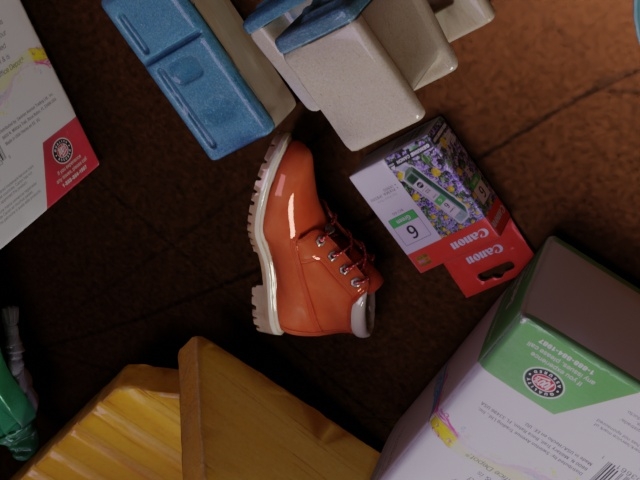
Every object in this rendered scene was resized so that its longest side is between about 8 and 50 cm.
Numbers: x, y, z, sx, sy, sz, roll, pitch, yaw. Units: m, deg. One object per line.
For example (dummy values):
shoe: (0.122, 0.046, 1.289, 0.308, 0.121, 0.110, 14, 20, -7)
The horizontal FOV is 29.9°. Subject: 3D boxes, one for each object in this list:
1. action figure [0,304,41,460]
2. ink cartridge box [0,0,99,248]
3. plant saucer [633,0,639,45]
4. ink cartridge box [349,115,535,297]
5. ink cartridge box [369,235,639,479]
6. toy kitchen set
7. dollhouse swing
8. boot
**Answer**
action figure: (-0.277, 0.075, 0.932, 0.137, 0.063, 0.232, -10, 113, 28)
ink cartridge box: (-0.234, -0.091, 0.760, 0.072, 0.127, 0.175, -8, 117, 32)
plant saucer: (0.217, -0.118, 0.594, 0.119, 0.021, 0.119, 13, 126, 18)
ink cartridge box: (0.077, -0.012, 0.726, 0.063, 0.029, 0.115, -27, 107, 36)
ink cartridge box: (0.143, 0.125, 0.743, 0.154, 0.093, 0.212, 31, 129, 0)
toy kitchen set: (-0.036, -0.107, 0.629, 0.207, 0.166, 0.122, -23, 109, 35)
dollhouse swing: (-0.106, 0.326, 0.848, 0.315, 0.305, 0.347, 35, 131, -15)
boot: (0.000, 0.000, 0.758, 0.085, 0.059, 0.158, 10, 133, 16)
